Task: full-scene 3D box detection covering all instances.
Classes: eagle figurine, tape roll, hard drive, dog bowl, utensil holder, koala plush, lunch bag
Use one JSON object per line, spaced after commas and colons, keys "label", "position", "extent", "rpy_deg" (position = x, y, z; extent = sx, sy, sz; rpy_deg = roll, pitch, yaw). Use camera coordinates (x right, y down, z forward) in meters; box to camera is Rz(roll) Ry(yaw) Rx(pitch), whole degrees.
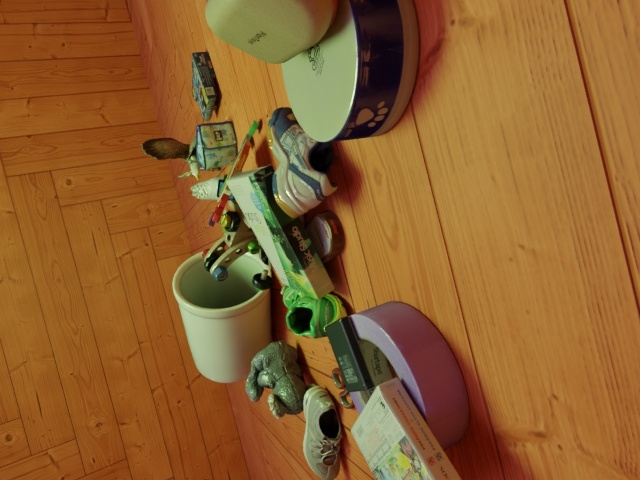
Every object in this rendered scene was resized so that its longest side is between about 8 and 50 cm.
{"label": "eagle figurine", "position": [-0.505, -0.341, 1.630], "extent": [0.225, 0.226, 0.298], "rpy_deg": [41, 176, 19]}
{"label": "tape roll", "position": [0.139, 0.256, 0.776], "extent": [0.275, 0.090, 0.275], "rpy_deg": [44, 142, 49]}
{"label": "hard drive", "position": [0.052, 0.219, 0.806], "extent": [0.135, 0.022, 0.094], "rpy_deg": [69, 155, 14]}
{"label": "dog bowl", "position": [0.033, -0.296, 0.675], "extent": [0.265, 0.104, 0.265], "rpy_deg": [41, 139, 50]}
{"label": "utensil holder", "position": [-0.328, 0.271, 1.514], "extent": [0.328, 0.327, 0.386], "rpy_deg": [48, 147, 45]}
{"label": "koala plush", "position": [-0.113, 0.453, 1.315], "extent": [0.221, 0.196, 0.204], "rpy_deg": [46, 133, 53]}
{"label": "lunch bag", "position": [-0.361, -0.335, 1.463], "extent": [0.096, 0.128, 0.151], "rpy_deg": [41, 137, 44]}

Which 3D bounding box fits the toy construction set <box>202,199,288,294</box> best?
{"label": "toy construction set", "position": [-0.208, -0.033, 1.259], "extent": [0.309, 0.257, 0.238], "rpy_deg": [-114, 38, -56]}

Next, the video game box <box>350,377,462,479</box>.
{"label": "video game box", "position": [0.131, 0.353, 0.684], "extent": [0.187, 0.048, 0.205], "rpy_deg": [60, 152, 34]}

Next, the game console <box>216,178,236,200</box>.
{"label": "game console", "position": [-0.337, -0.161, 1.580], "extent": [0.107, 0.071, 0.122], "rpy_deg": [66, 155, 20]}

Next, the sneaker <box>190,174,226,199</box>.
{"label": "sneaker", "position": [-0.454, -0.203, 1.737], "extent": [0.297, 0.129, 0.111], "rpy_deg": [2, 103, 63]}

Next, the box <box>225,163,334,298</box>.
{"label": "box", "position": [-0.104, -0.020, 1.020], "extent": [0.322, 0.058, 0.232], "rpy_deg": [62, 159, -16]}

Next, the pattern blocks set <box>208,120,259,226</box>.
{"label": "pattern blocks set", "position": [-0.250, -0.190, 1.218], "extent": [0.325, 0.026, 0.285], "rpy_deg": [-69, 17, -10]}

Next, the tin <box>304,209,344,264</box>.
{"label": "tin", "position": [0.000, 0.000, 0.996], "extent": [0.106, 0.040, 0.189], "rpy_deg": [66, 154, 10]}

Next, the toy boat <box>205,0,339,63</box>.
{"label": "toy boat", "position": [-0.061, -0.355, 0.585], "extent": [0.231, 0.150, 0.151], "rpy_deg": [19, 91, 61]}

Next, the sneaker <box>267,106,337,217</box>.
{"label": "sneaker", "position": [-0.031, -0.187, 0.901], "extent": [0.112, 0.130, 0.297], "rpy_deg": [38, -146, -51]}

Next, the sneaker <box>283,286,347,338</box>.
{"label": "sneaker", "position": [-0.041, 0.169, 1.068], "extent": [0.295, 0.123, 0.110], "rpy_deg": [12, 115, 64]}

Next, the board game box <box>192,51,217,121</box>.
{"label": "board game box", "position": [-0.433, -0.558, 1.575], "extent": [0.194, 0.060, 0.194], "rpy_deg": [-40, 67, 65]}

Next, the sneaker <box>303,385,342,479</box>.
{"label": "sneaker", "position": [0.011, 0.571, 1.206], "extent": [0.115, 0.105, 0.282], "rpy_deg": [10, 112, 64]}

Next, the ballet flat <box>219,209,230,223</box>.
{"label": "ballet flat", "position": [-0.395, -0.094, 1.759], "extent": [0.203, 0.074, 0.074], "rpy_deg": [-160, 59, -68]}

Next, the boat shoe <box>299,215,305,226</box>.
{"label": "boat shoe", "position": [-0.125, -0.097, 1.146], "extent": [0.258, 0.084, 0.095], "rpy_deg": [51, 146, 42]}

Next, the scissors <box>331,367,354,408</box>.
{"label": "scissors", "position": [0.087, 0.334, 1.020], "extent": [0.109, 0.021, 0.297], "rpy_deg": [67, 153, 24]}
